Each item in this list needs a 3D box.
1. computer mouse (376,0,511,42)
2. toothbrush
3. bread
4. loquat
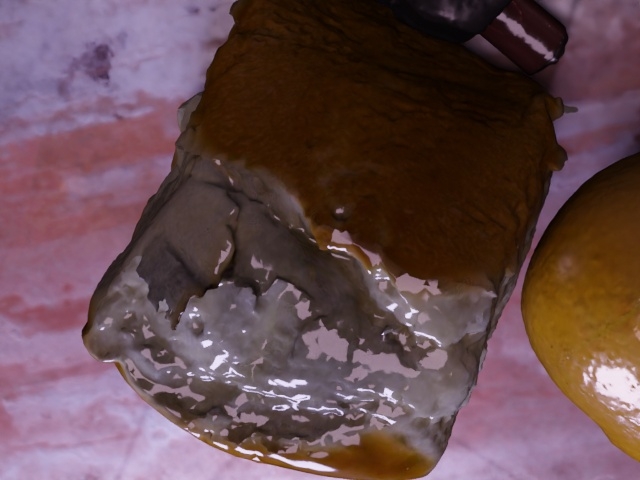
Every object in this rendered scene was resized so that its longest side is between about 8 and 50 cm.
[{"bbox_3d":[0.112,-0.221,1.179,0.217,0.073,0.122,-42,109,4],"label":"computer mouse"},{"bbox_3d":[0.012,-0.231,1.223,0.364,0.041,0.041,39,113,-6],"label":"toothbrush"},{"bbox_3d":[0.000,0.000,1.199,0.250,0.279,0.225,24,128,2],"label":"bread"},{"bbox_3d":[0.228,0.042,1.201,0.208,0.208,0.208,4,112,9],"label":"loquat"}]
